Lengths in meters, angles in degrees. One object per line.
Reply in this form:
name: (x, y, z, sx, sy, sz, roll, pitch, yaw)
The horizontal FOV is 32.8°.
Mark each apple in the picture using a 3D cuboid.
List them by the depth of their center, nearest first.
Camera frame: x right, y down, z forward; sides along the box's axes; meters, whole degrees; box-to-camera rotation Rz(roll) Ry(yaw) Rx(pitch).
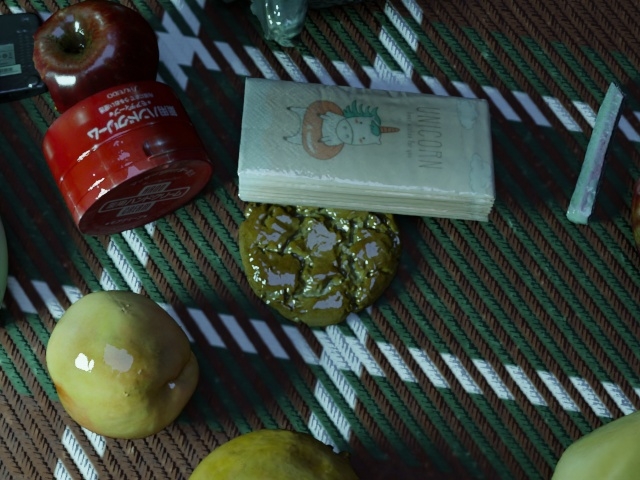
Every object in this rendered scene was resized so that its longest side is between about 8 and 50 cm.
apple: (-0.281, -0.224, 1.416, 0.147, 0.158, 0.156, 13, 76, 18)

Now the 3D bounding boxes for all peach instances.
peach: (-0.236, 0.151, 1.305, 0.184, 0.184, 0.184, 0, 75, 0)

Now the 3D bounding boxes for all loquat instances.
loquat: (-0.054, 0.332, 1.253, 0.238, 0.193, 0.238, -1, 69, 3)

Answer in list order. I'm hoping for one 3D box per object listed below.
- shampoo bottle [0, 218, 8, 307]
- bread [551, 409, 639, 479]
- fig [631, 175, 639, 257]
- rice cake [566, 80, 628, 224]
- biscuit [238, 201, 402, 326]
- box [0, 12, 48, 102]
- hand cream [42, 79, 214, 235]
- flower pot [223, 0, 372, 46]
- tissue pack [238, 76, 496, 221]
shampoo bottle: (-0.518, -0.048, 1.374, 0.222, 0.151, 0.349, -12, 75, -1)
bread: (0.423, 0.370, 1.215, 0.348, 0.253, 0.376, 4, 74, 5)
fig: (0.509, -0.026, 1.336, 0.263, 0.224, 0.224, 20, 71, 49)
rice cake: (0.371, -0.116, 1.451, 0.033, 0.033, 0.208, 17, 75, 14)
biscuit: (0.000, 0.000, 1.417, 0.226, 0.042, 0.226, 0, 74, 0)
box: (-0.439, -0.251, 1.489, 0.126, 0.027, 0.125, -10, 75, -3)
hand cream: (-0.242, -0.102, 1.368, 0.193, 0.193, 0.125, -28, 77, -7)
flower pot: (-0.028, -0.399, 1.398, 0.283, 0.299, 0.299, -9, 75, -10)
tissue pack: (0.060, -0.119, 1.405, 0.325, 0.071, 0.170, 5, 56, -3)
